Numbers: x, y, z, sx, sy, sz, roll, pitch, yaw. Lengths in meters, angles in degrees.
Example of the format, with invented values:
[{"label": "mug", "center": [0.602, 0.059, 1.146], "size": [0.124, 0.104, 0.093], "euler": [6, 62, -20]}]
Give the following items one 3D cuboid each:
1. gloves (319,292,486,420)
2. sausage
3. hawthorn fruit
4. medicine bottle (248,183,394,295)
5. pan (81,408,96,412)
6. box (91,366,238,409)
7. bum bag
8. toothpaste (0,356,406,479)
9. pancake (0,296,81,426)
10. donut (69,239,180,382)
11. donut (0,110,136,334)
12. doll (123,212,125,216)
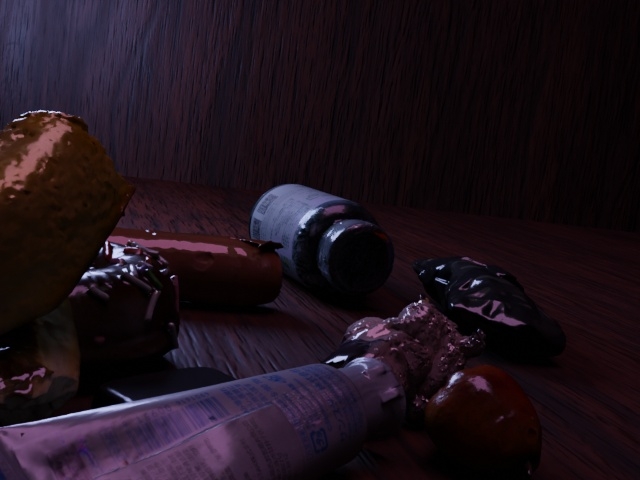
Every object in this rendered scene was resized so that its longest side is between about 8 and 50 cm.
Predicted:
[{"label": "gloves", "center": [0.064, 0.108, 0.710], "size": [0.144, 0.094, 0.110], "euler": [-21, -4, -27]}, {"label": "sausage", "center": [-0.253, 0.023, 1.001], "size": [0.419, 0.094, 0.094], "euler": [6, -31, -12]}, {"label": "hawthorn fruit", "center": [0.127, 0.142, 0.616], "size": [0.081, 0.081, 0.093], "euler": [-1, 41, -47]}, {"label": "medicine bottle", "center": [0.000, 0.000, 1.226], "size": [0.141, 0.141, 0.293], "euler": [4, 8, -23]}, {"label": "pan", "center": [-0.182, 0.133, 0.520], "size": [0.068, 0.023, 0.115], "euler": [11, 11, 30]}, {"label": "box", "center": [-0.090, 0.133, 0.628], "size": [0.125, 0.027, 0.126], "euler": [17, 11, 37]}, {"label": "bum bag", "center": [0.211, 0.073, 1.099], "size": [0.144, 0.095, 0.340], "euler": [22, 8, -7]}, {"label": "toothpaste", "center": [-0.055, 0.130, 0.518], "size": [0.299, 0.073, 0.114], "euler": [-5, 45, -50]}, {"label": "pancake", "center": [-0.287, 0.068, 0.551], "size": [0.266, 0.057, 0.244], "euler": [25, 46, 34]}, {"label": "donut", "center": [-0.256, 0.053, 0.754], "size": [0.270, 0.103, 0.269], "euler": [8, 10, -1]}, {"label": "donut", "center": [-0.257, 0.001, 0.518], "size": [0.259, 0.101, 0.152], "euler": [-4, 43, 0]}, {"label": "doll", "center": [-0.414, -0.060, 1.376], "size": [0.134, 0.106, 0.186], "euler": [7, 22, 32]}]
